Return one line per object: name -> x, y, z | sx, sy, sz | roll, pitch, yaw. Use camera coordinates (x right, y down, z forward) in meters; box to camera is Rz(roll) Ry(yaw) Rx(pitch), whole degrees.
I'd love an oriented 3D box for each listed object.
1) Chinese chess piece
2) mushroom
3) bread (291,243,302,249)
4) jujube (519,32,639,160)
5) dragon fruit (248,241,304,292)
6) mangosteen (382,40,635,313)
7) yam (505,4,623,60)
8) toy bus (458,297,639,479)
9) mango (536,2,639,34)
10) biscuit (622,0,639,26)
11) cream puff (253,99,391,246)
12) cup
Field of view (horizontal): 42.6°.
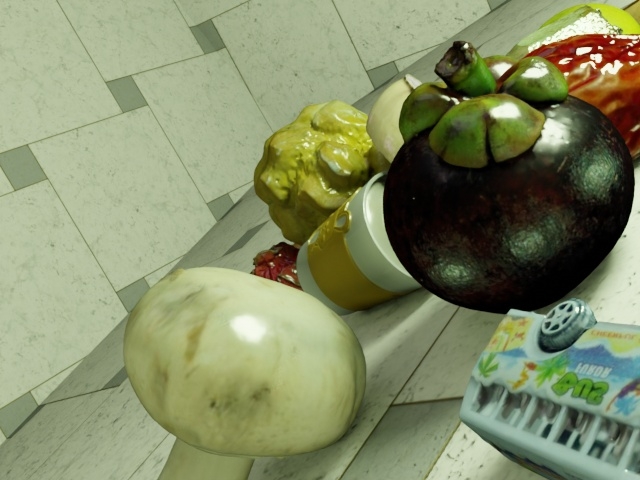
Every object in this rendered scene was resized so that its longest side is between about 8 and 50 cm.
Chinese chess piece -> 0.199, -0.145, 1.305 | 0.112, 0.270, 0.270 | -50, 9, 18
mushroom -> -0.117, 0.206, 1.019 | 0.336, 0.314, 0.314 | -64, 13, 2
bread -> 0.000, 0.000, 1.828 | 0.239, 0.074, 0.092 | -42, 18, -11
jujube -> 0.367, -0.190, 1.134 | 0.290, 0.197, 0.197 | -16, 17, 11
dragon fruit -> -0.078, 0.076, 1.600 | 0.224, 0.148, 0.218 | -46, 13, -31
mangosteen -> 0.204, -0.064, 0.968 | 0.300, 0.300, 0.300 | -37, 12, 9
yam -> 0.332, -0.261, 1.262 | 0.259, 0.106, 0.106 | -44, 10, 18
toy bus -> 0.234, 0.131, 0.615 | 0.136, 0.109, 0.329 | -52, 15, -12
mango -> 0.419, -0.282, 1.365 | 0.273, 0.185, 0.149 | -41, -10, -9
biscuit -> 0.661, -0.464, 1.569 | 0.287, 0.057, 0.343 | -37, 3, -37
cream puff -> 0.045, -0.090, 1.528 | 0.257, 0.324, 0.291 | -106, 31, -60
cup -> 0.088, -0.004, 1.317 | 0.226, 0.185, 0.241 | -36, 27, 44
